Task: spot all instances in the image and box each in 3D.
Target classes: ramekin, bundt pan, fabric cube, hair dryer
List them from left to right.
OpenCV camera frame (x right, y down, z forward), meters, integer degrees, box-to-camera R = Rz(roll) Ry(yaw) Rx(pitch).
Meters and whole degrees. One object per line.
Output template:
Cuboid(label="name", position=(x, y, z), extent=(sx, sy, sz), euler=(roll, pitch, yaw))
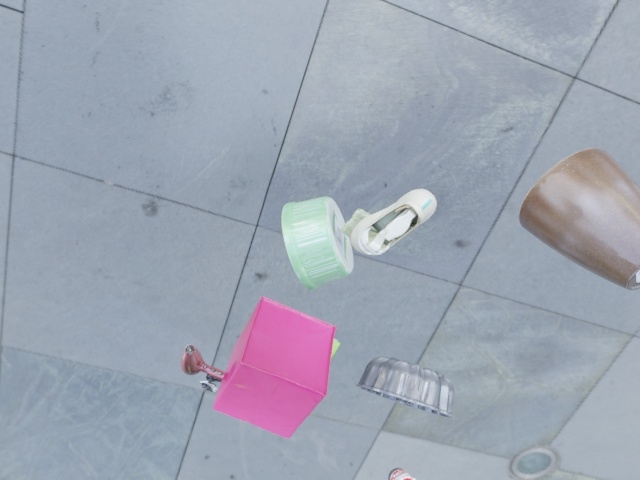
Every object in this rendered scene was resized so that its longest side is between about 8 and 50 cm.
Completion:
Cuboid(label="hair dryer", position=(-0.403, 0.461, 1.715), extent=(0.224, 0.080, 0.293), euler=(-12, 134, 29))
Cuboid(label="fabric cube", position=(-0.129, 0.372, 1.388), extent=(0.259, 0.254, 0.258), euler=(25, 126, -9))
Cuboid(label="ramekin", position=(0.000, 0.000, 1.564), extent=(0.148, 0.303, 0.303), euler=(-16, 116, 14))
Cuboid(label="bundt pan", position=(0.293, 0.477, 1.560), extent=(0.331, 0.331, 0.124), euler=(24, 71, -13))

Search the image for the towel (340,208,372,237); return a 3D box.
Cuboid(label="towel", position=(0.146, -0.034, 1.475), extent=(0.148, 0.027, 0.110), euler=(26, 123, -24))

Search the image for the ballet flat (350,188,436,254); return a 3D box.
Cuboid(label="ballet flat", position=(0.131, -0.020, 0.960), extent=(0.086, 0.086, 0.248), euler=(30, 140, -16))

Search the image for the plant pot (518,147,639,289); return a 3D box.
Cuboid(label="plant pot", position=(0.547, -0.024, 0.907), extent=(0.215, 0.230, 0.215), euler=(-15, 138, -14))

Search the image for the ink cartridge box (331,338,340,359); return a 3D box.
Cuboid(label="ink cartridge box", position=(-0.069, 0.389, 1.891), extent=(0.255, 0.189, 0.097), euler=(33, 69, -3))

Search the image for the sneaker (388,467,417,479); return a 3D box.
Cuboid(label="sneaker", position=(0.308, 0.875, 1.509), extent=(0.090, 0.145, 0.270), euler=(-22, 76, -12))
